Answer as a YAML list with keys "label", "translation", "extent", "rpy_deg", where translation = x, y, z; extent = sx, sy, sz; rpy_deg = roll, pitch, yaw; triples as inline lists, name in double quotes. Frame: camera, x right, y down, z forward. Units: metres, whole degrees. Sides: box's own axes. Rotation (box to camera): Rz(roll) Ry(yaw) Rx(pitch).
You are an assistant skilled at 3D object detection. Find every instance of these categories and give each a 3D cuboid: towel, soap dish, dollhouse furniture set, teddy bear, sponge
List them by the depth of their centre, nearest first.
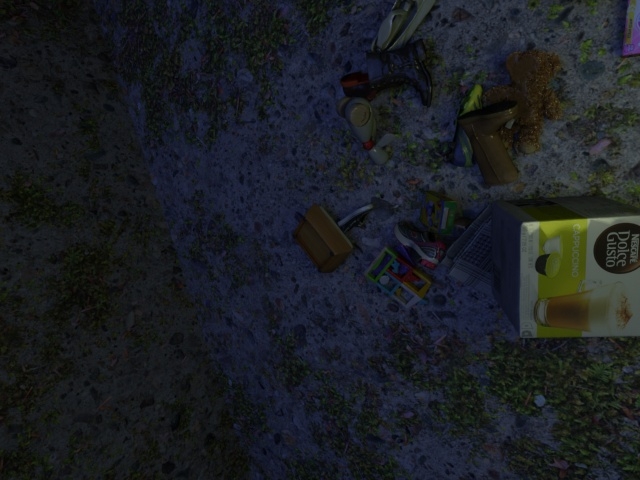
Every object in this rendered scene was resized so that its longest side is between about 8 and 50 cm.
- label: "teddy bear"
  translation: [0.667, -0.446, 1.351]
  extent: [0.245, 0.113, 0.337]
  rpy_deg: [3, 113, 45]
- label: "towel"
  translation: [0.638, 0.059, 1.471]
  extent: [0.324, 0.056, 0.312]
  rpy_deg: [30, 123, 0]
- label: "dollhouse furniture set"
  translation: [0.568, 0.008, 1.540]
  extent: [0.144, 0.123, 0.151]
  rpy_deg: [16, 113, 34]
- label: "sponge"
  translation: [0.319, 0.109, 1.829]
  extent: [0.210, 0.031, 0.117]
  rpy_deg: [-37, 81, 38]
- label: "soap dish"
  translation: [0.000, 0.000, 1.964]
  extent: [0.290, 0.118, 0.229]
  rpy_deg: [52, 142, 12]

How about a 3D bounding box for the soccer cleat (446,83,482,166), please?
- label: "soccer cleat"
  translation: [0.543, -0.409, 1.476]
  extent: [0.121, 0.093, 0.289]
  rpy_deg: [11, 108, 3]

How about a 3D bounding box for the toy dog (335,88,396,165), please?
- label: "toy dog"
  translation: [0.202, -0.463, 1.626]
  extent: [0.161, 0.334, 0.220]
  rpy_deg: [-39, 61, 5]

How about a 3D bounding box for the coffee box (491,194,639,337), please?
- label: "coffee box"
  translation: [0.724, 0.062, 1.226]
  extent: [0.335, 0.338, 0.337]
  rpy_deg: [-3, 104, 10]

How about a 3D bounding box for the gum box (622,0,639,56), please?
- label: "gum box"
  translation: [0.905, -0.612, 1.124]
  extent: [0.107, 0.062, 0.188]
  rpy_deg: [7, 108, 37]

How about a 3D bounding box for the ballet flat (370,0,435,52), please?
- label: "ballet flat"
  translation: [0.310, -0.837, 1.484]
  extent: [0.139, 0.139, 0.400]
  rpy_deg: [45, 126, 19]

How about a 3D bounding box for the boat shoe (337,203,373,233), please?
- label: "boat shoe"
  translation: [0.169, -0.097, 1.861]
  extent: [0.219, 0.078, 0.070]
  rpy_deg: [-34, 81, 48]

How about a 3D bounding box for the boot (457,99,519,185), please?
- label: "boot"
  translation: [0.595, -0.314, 1.355]
  extent: [0.269, 0.089, 0.236]
  rpy_deg: [57, 166, -18]

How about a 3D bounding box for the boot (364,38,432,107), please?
- label: "boot"
  translation: [0.292, -0.607, 1.537]
  extent: [0.229, 0.091, 0.262]
  rpy_deg: [-11, 106, 21]

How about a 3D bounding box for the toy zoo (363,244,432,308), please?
- label: "toy zoo"
  translation: [0.352, 0.175, 1.791]
  extent: [0.293, 0.030, 0.192]
  rpy_deg: [38, 128, 9]

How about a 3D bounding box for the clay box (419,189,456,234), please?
- label: "clay box"
  translation: [0.439, -0.113, 1.569]
  extent: [0.222, 0.053, 0.127]
  rpy_deg: [-122, 33, -69]

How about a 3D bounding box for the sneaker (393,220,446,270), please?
- label: "sneaker"
  translation: [0.398, 0.000, 1.634]
  extent: [0.112, 0.121, 0.299]
  rpy_deg: [-56, 32, 16]

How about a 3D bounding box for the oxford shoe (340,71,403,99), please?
- label: "oxford shoe"
  translation: [0.217, -0.631, 1.665]
  extent: [0.272, 0.096, 0.098]
  rpy_deg: [8, 143, 29]
